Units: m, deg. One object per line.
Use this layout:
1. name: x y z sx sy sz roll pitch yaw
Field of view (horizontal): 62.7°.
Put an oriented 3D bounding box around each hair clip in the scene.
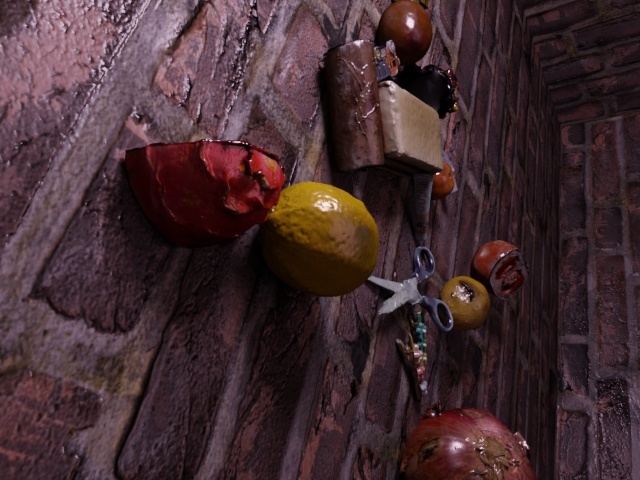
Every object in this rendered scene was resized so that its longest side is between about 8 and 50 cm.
1. hair clip: 0.271 0.280 1.442 0.049 0.049 0.173 -20 105 -55
2. hair clip: 0.256 0.338 1.402 0.062 0.056 0.214 -99 169 -70

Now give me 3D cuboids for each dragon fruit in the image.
1. dragon fruit: -0.152 -0.069 0.809 0.261 0.163 0.189 0 112 -56

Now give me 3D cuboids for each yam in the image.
1. yam: 0.075 -0.294 1.181 0.131 0.131 0.280 -11 96 -56

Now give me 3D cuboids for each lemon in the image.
1. lemon: 0.000 0.000 0.954 0.260 0.204 0.204 29 61 -36

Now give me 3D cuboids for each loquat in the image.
1. loquat: 0.440 0.201 1.612 0.204 0.149 0.172 70 33 -44

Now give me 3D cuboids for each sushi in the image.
1. sushi: 0.332 -0.435 1.541 0.150 0.153 0.172 -11 54 -42

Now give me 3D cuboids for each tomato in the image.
1. tomato: 0.627 0.092 1.888 0.180 0.155 0.214 -39 130 -12

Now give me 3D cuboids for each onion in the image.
1. onion: 0.366 0.572 1.306 0.353 0.353 0.354 13 74 -54

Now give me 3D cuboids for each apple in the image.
1. apple: 0.341 -0.183 1.566 0.126 0.102 0.126 15 71 -54

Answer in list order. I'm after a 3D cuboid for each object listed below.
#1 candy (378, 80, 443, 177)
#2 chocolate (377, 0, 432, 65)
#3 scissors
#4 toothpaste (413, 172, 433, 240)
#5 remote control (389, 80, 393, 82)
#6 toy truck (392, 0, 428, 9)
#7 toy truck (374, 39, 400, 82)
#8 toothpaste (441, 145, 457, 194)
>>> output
1. candy: 0.206 -0.273 1.357 0.320 0.135 0.179 5 82 -55
2. chocolate: 0.231 -0.552 1.409 0.176 0.176 0.177 13 74 -54
3. scissors: 0.236 0.131 1.402 0.383 0.029 0.256 4 68 -51
4. toothpaste: 0.286 -0.095 1.474 0.036 0.056 0.205 -91 177 -58
5. remote control: 0.185 -0.416 1.451 0.053 0.018 0.124 19 70 -54
6. toy truck: 0.281 -0.806 1.564 0.127 0.127 0.257 0 88 -57
7. toy truck: 0.128 -0.432 1.314 0.192 0.083 0.092 -44 120 -48
8. toothpaste: 0.366 -0.278 1.666 0.099 0.068 0.282 -81 146 -77
